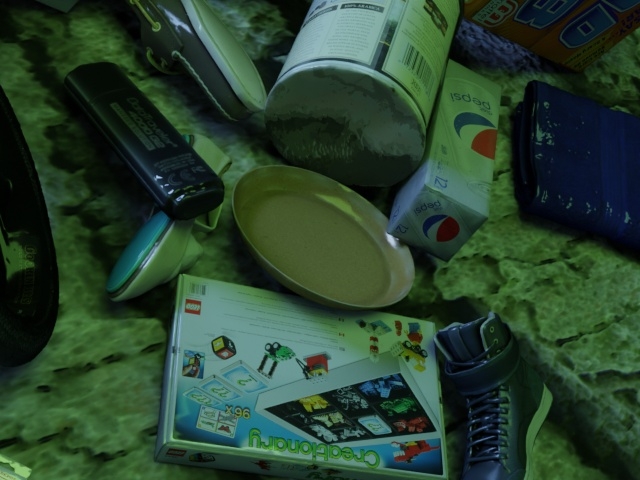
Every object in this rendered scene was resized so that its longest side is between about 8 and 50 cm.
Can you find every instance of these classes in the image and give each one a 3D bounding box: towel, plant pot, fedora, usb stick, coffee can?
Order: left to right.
[{"bbox_3d":[-0.364,-0.033,0.798,0.152,0.334,0.334,-17,64,0],"label":"fedora"},{"bbox_3d":[-0.201,-0.118,0.978,0.077,0.045,0.278,-20,48,-31],"label":"usb stick"},{"bbox_3d":[0.000,0.000,1.023,0.236,0.032,0.236,22,34,-16],"label":"plant pot"},{"bbox_3d":[0.062,-0.231,1.131,0.201,0.201,0.275,26,52,-8],"label":"coffee can"},{"bbox_3d":[0.426,-0.093,1.300,0.308,0.076,0.228,17,61,-15],"label":"towel"}]

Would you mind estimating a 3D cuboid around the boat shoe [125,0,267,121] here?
[{"bbox_3d":[-0.183,-0.271,1.111,0.324,0.096,0.116,56,14,11],"label":"boat shoe"}]

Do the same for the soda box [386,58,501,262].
[{"bbox_3d":[0.167,-0.112,1.144,0.091,0.098,0.286,26,43,-9],"label":"soda box"}]

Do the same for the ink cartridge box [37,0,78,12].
[{"bbox_3d":[-0.342,-0.399,1.077,0.128,0.127,0.176,13,51,-51],"label":"ink cartridge box"}]

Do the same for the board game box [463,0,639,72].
[{"bbox_3d":[0.369,-0.531,1.307,0.356,0.356,0.357,7,54,-47],"label":"board game box"}]

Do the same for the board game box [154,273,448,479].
[{"bbox_3d":[-0.015,0.154,0.938,0.305,0.053,0.193,13,54,-17],"label":"board game box"}]

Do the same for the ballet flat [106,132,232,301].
[{"bbox_3d":[-0.156,-0.018,0.975,0.086,0.086,0.249,24,51,-9],"label":"ballet flat"}]

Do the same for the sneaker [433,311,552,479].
[{"bbox_3d":[0.170,0.180,0.949,0.163,0.086,0.226,58,36,-19],"label":"sneaker"}]

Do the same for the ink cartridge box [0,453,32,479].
[{"bbox_3d":[-0.295,0.225,0.777,0.048,0.028,0.083,28,51,-6],"label":"ink cartridge box"}]
